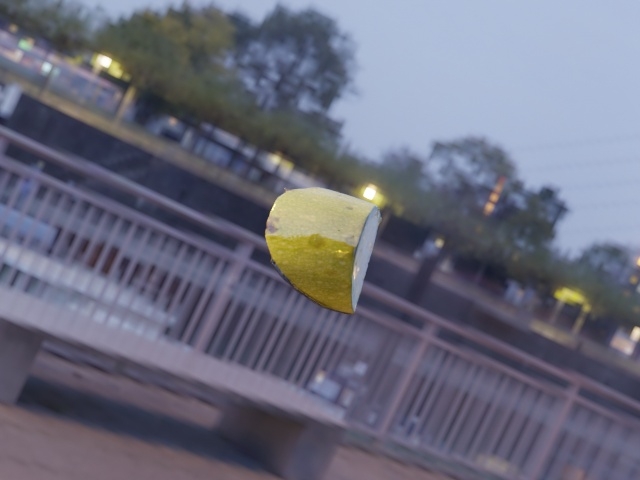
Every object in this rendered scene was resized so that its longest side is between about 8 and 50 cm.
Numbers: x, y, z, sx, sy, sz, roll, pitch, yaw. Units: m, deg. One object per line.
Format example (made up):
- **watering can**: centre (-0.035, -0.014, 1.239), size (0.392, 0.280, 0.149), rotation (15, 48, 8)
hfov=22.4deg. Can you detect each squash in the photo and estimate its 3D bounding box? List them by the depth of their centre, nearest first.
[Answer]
- **squash**: centre (0.015, -0.006, 2.425), size (0.184, 0.192, 0.085), rotation (26, -29, -22)
